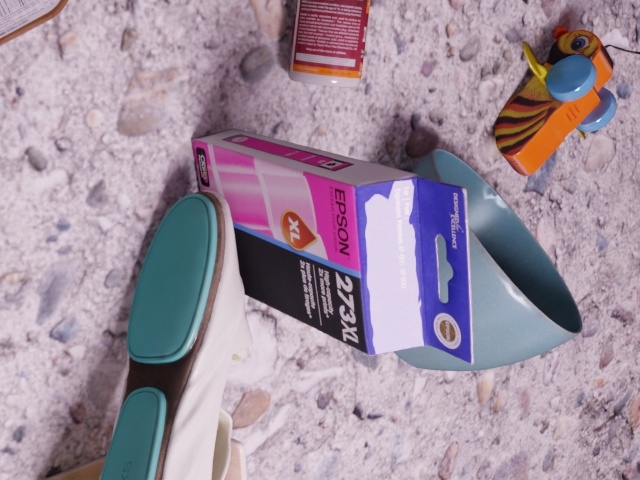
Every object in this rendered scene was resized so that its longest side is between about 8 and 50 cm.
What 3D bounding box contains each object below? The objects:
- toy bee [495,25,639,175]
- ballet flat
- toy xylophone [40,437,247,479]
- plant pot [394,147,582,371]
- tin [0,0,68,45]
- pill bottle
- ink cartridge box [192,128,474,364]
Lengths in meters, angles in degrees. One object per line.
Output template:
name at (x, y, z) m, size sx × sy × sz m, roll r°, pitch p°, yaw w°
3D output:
toy bee at (0.365, -0.230, 1.416) m, size 0.298 × 0.162 × 0.195 m, roll -25°, pitch 131°, yaw -5°
ballet flat at (-0.141, 0.150, 1.045) m, size 0.139 × 0.139 × 0.400 m, roll 26°, pitch 67°, yaw -43°
toy xylophone at (-0.224, 0.335, 1.103) m, size 0.323 × 0.081 × 0.236 m, roll -24°, pitch 119°, yaw -34°
plant pot at (0.166, 0.055, 1.257) m, size 0.195 × 0.290 × 0.290 m, roll -40°, pitch 136°, yaw 20°
tin at (-0.309, -0.227, 0.883) m, size 0.190 × 0.040 × 0.106 m, roll -38°, pitch 121°, yaw -26°
pill bottle at (0.012, -0.254, 1.120) m, size 0.086 × 0.086 × 0.152 m, roll -4°, pitch 107°, yaw -40°
ink cartridge box at (0.000, 0.000, 0.996) m, size 0.069 × 0.371 × 0.176 m, roll -21°, pitch 116°, yaw -35°
